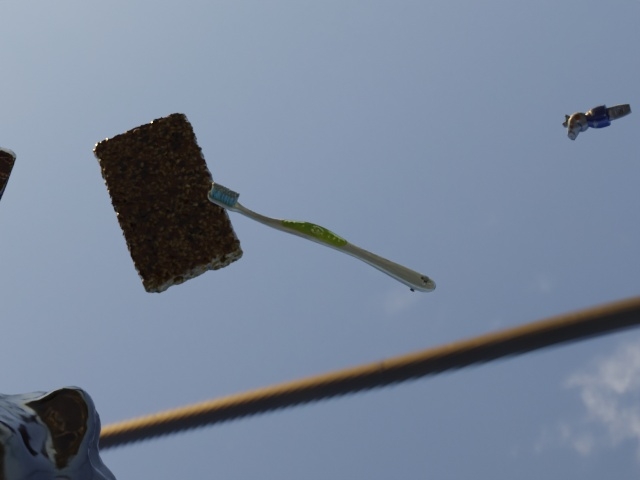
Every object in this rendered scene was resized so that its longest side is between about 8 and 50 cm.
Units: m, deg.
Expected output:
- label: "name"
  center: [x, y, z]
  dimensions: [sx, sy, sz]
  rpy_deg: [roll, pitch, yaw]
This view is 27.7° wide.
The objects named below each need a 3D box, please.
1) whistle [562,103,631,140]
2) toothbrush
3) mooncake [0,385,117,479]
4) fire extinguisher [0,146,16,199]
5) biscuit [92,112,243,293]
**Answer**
- label: "whistle"
  center: [0.334, -0.146, 1.570]
  dimensions: [0.083, 0.029, 0.033]
  rpy_deg: [-16, -91, 20]
- label: "toothbrush"
  center: [0.000, 0.000, 1.379]
  dimensions: [0.263, 0.026, 0.022]
  rpy_deg: [24, -135, 5]
- label: "mooncake"
  center: [-0.374, 0.267, 1.291]
  dimensions: [0.212, 0.381, 0.351]
  rpy_deg: [-21, -115, 35]
- label: "fire extinguisher"
  center: [-0.448, -0.099, 1.398]
  dimensions: [0.071, 0.231, 0.099]
  rpy_deg: [-65, -159, 13]
- label: "biscuit"
  center: [-0.186, -0.050, 1.568]
  dimensions: [0.131, 0.025, 0.231]
  rpy_deg: [-23, -120, -5]
